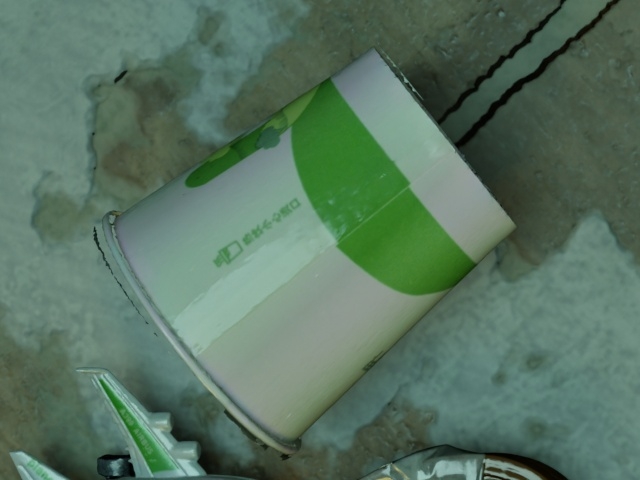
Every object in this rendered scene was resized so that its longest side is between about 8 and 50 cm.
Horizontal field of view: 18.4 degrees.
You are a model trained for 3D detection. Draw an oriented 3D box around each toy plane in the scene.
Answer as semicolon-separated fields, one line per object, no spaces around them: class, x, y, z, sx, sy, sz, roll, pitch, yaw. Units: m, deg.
toy plane;-0.142;0.230;1.698;0.255;0.101;0.251;-5;89;13

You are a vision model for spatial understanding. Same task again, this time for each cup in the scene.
cup;0.000;0.000;1.590;0.274;0.253;0.253;-38;80;6

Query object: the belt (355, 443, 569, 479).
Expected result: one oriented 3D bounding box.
belt;0.094;0.265;1.624;0.261;0.105;0.184;-19;83;17
